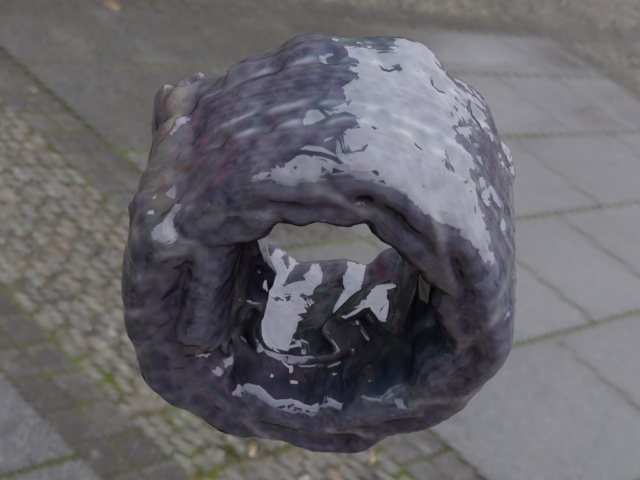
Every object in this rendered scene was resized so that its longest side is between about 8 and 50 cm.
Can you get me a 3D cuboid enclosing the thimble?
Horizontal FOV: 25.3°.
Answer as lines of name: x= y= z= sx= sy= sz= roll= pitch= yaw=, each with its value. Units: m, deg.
thimble: x=0.001 y=0.002 z=0.532 sx=0.150 sy=0.150 sz=0.098 roll=21 pitch=43 yaw=-13
